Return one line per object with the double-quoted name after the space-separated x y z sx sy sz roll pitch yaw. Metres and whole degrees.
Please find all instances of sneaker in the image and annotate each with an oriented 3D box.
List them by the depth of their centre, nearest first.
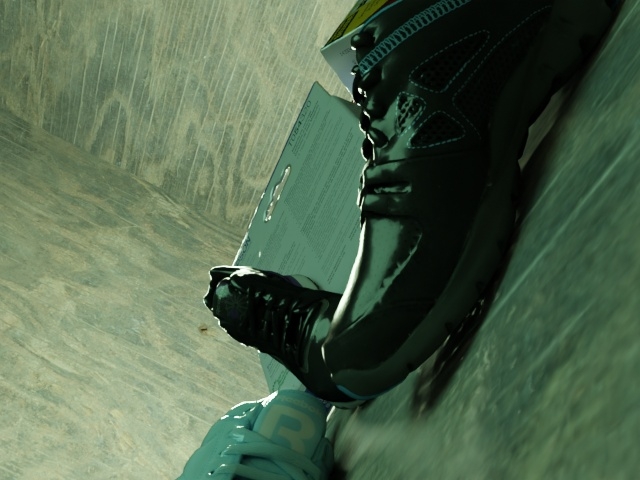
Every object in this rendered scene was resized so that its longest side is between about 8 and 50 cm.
0.067 -0.066 0.452 0.125 0.139 0.341 128 168 -80 "sneaker"
-0.056 0.187 0.538 0.366 0.135 0.150 132 162 -86 "sneaker"
-0.042 0.086 0.677 0.283 0.124 0.107 13 86 65 "sneaker"

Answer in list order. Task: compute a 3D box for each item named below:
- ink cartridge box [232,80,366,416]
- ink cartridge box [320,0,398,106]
0.000 0.000 0.865 0.324 0.071 0.330 -64 26 21 "ink cartridge box"
0.127 -0.315 0.998 0.271 0.130 0.309 -22 27 33 "ink cartridge box"
